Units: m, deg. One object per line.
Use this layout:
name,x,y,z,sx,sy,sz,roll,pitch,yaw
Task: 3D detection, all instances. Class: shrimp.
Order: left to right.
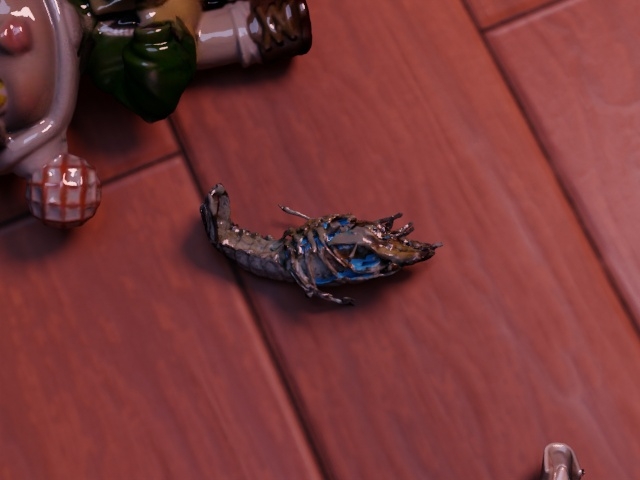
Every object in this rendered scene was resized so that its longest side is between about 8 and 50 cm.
shrimp,-0.001,0.004,0.890,0.174,0.076,0.082,11,29,11

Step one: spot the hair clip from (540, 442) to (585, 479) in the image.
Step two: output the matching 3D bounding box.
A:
hair clip,0.155,0.245,0.791,0.034,0.072,0.226,3,60,-3

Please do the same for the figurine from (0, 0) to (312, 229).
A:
figurine,-0.194,-0.152,0.901,0.370,0.167,0.281,-14,97,-11
